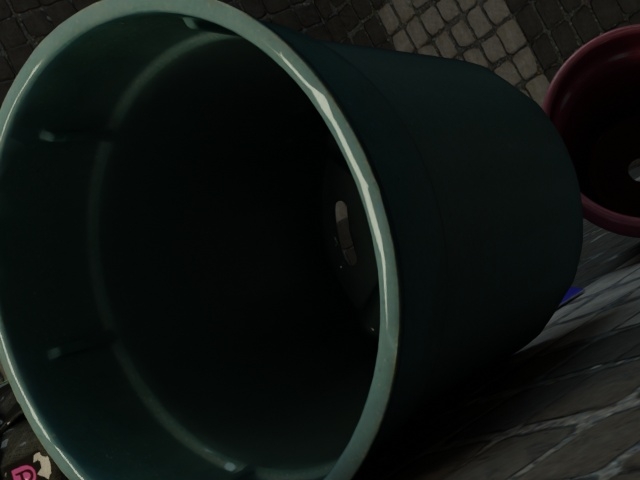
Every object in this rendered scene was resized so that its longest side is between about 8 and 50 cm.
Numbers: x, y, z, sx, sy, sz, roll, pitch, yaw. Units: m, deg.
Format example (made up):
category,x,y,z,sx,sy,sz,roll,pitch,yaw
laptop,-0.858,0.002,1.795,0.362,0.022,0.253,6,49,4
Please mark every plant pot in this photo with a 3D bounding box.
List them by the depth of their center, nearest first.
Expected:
category,x,y,z,sx,sy,sz,roll,pitch,yaw
plant pot,0.000,0.000,0.873,0.341,0.341,0.334,-29,-9,36
plant pot,0.322,-0.090,1.219,0.201,0.201,0.180,-28,-17,6

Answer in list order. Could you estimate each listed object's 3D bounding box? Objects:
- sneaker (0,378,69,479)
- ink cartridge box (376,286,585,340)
category,x,y,z,sx,sy,sz,roll,pitch,yaw
sneaker,-0.276,0.211,1.017,0.483,0.185,0.202,-37,10,-26
ink cartridge box,0.100,0.060,1.151,0.206,0.045,0.208,-27,21,-34
